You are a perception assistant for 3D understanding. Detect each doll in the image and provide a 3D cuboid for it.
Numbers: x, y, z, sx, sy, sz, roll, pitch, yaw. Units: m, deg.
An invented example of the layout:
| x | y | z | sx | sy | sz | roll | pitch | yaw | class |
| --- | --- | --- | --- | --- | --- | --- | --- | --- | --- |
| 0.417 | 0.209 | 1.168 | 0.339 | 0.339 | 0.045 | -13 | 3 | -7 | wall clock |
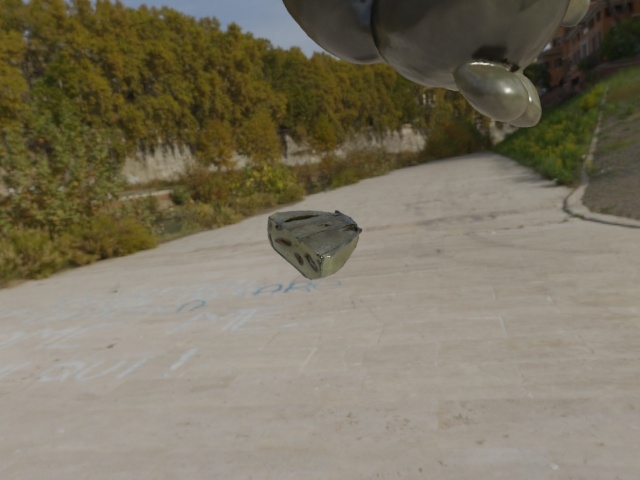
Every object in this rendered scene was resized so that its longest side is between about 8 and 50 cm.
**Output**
| x | y | z | sx | sy | sz | roll | pitch | yaw | class |
| --- | --- | --- | --- | --- | --- | --- | --- | --- | --- |
| 0.097 | -0.321 | 0.439 | 0.378 | 0.383 | 0.252 | 23 | 30 | 22 | doll |

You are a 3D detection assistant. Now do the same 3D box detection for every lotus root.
| x | y | z | sx | sy | sz | roll | pitch | yaw | class |
| --- | --- | --- | --- | --- | --- | --- | --- | --- | --- |
| 0.000 | 0.004 | 0.876 | 0.144 | 0.070 | 0.143 | -16 | 43 | -34 | lotus root |
